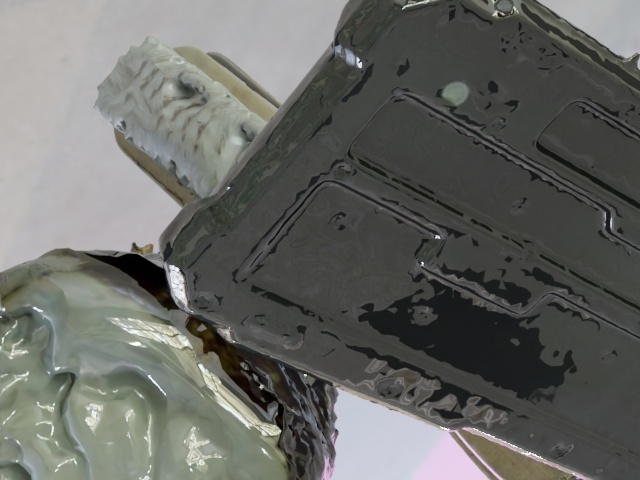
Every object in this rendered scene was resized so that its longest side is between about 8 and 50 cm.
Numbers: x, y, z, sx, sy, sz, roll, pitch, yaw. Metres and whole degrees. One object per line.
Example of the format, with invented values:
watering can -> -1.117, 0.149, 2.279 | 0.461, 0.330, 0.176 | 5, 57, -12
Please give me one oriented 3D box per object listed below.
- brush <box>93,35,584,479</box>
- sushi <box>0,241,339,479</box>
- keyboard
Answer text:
brush -> 0.000, 0.000, 0.659 | 0.070, 0.327, 0.065 | -52, 143, 4
sushi -> -0.136, 0.154, 0.745 | 0.348, 0.234, 0.207 | -33, 180, 11
keyboard -> 0.086, 0.021, 0.395 | 0.262, 0.016, 0.106 | 26, 116, -34
